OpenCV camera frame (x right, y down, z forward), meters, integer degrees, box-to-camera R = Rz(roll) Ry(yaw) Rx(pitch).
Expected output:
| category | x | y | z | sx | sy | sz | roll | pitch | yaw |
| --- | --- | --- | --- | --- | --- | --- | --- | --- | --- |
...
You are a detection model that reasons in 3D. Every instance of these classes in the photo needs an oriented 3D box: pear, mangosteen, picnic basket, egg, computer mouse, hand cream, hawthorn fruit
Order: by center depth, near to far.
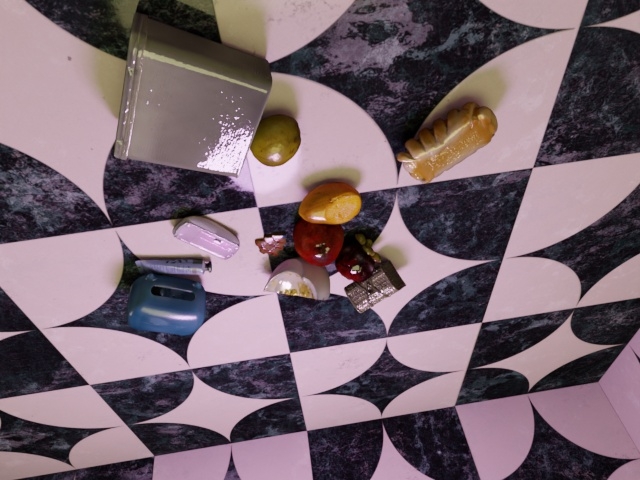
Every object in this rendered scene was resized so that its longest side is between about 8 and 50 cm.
| category | x | y | z | sx | sy | sz | roll | pitch | yaw |
| --- | --- | --- | --- | --- | --- | --- | --- | --- | --- |
| pear | -0.131 | -0.291 | 1.382 | 0.162 | 0.149 | 0.149 | -25 | 135 | 10 |
| hawthorn fruit | 0.000 | 0.000 | 1.668 | 0.189 | 0.251 | 0.190 | -5 | 110 | -14 |
| computer mouse | -0.404 | -0.011 | 1.685 | 0.245 | 0.056 | 0.126 | 29 | 123 | -34 |
| hand cream | -0.548 | 0.099 | 1.777 | 0.271 | 0.058 | 0.091 | 0 | 147 | -6 |
| mangosteen | 0.146 | 0.072 | 1.824 | 0.166 | 0.166 | 0.180 | 35 | 96 | -37 |
| egg | -0.071 | 0.139 | 1.840 | 0.271 | 0.162 | 0.206 | 6 | 177 | 35 |
| picnic basket | 0.219 | 0.190 | 1.925 | 0.196 | 0.134 | 0.154 | -34 | 173 | 22 |

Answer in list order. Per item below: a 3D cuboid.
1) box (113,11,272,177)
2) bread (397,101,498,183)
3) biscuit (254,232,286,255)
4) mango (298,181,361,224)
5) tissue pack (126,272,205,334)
| category | x | y | z | sx | sy | sz | roll | pitch | yaw |
| --- | --- | --- | --- | --- | --- | --- | --- | --- | --- |
| box | -0.345 | -0.357 | 1.256 | 0.343 | 0.177 | 0.352 | 11 | 132 | -23 |
| bread | 0.400 | -0.313 | 1.487 | 0.311 | 0.121 | 0.173 | -32 | 136 | 21 |
| biscuit | -0.180 | 0.011 | 1.782 | 0.130 | 0.019 | 0.119 | -38 | 131 | 25 |
| mango | 0.029 | -0.122 | 1.606 | 0.217 | 0.102 | 0.141 | -18 | 114 | -11 |
| tissue pack | -0.583 | 0.241 | 1.807 | 0.287 | 0.198 | 0.206 | 14 | 137 | -22 |
